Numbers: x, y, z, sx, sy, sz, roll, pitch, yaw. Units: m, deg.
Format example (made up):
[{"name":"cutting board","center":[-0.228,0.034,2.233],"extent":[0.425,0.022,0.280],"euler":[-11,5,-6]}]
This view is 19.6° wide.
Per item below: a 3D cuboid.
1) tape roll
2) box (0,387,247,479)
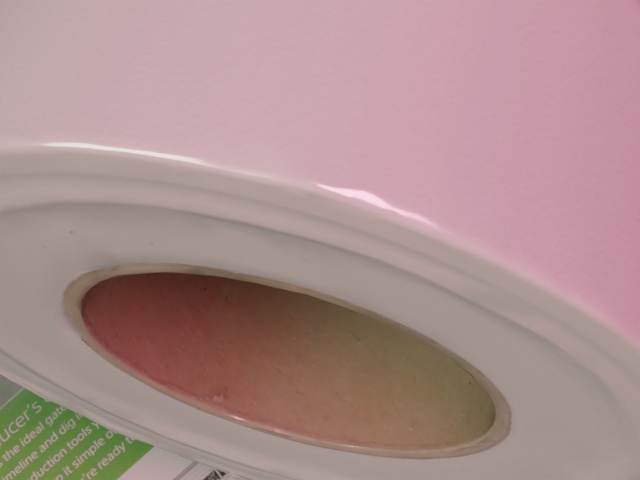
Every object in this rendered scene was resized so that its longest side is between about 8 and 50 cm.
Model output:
[{"name":"tape roll","center":[0.000,0.000,0.613],"extent":[0.286,0.286,0.100],"euler":[-13,53,50]},{"name":"box","center":[-0.017,0.158,0.742],"extent":[0.232,0.058,0.322],"euler":[-41,59,0]}]
